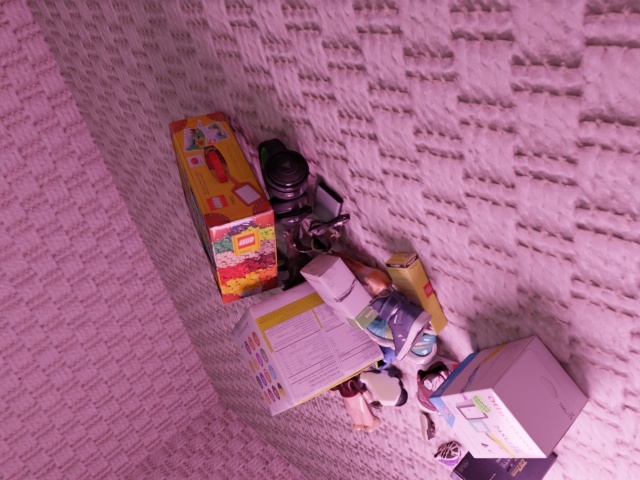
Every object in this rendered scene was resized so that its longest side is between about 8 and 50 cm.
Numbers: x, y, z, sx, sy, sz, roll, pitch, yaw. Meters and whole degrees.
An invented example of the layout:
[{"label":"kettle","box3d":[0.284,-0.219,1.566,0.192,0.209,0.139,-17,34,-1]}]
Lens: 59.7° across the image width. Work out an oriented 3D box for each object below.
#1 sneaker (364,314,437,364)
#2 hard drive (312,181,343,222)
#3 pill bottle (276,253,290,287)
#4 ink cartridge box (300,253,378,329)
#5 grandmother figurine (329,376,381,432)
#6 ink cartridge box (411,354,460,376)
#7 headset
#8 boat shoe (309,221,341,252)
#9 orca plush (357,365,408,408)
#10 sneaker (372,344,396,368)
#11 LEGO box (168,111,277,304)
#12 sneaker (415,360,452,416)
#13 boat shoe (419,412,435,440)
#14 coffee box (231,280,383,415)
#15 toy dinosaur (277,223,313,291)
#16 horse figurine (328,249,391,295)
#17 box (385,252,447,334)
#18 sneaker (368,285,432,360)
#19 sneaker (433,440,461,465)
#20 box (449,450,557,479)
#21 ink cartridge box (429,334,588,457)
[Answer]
[{"label":"sneaker","box3d":[0.237,0.266,1.686,0.275,0.107,0.110,22,119,38]},{"label":"hard drive","box3d":[0.022,-0.101,1.660,0.094,0.022,0.135,43,150,20]},{"label":"pill bottle","box3d":[-0.205,0.089,2.115,0.186,0.112,0.112,34,146,32]},{"label":"ink cartridge box","box3d":[0.058,0.149,1.668,0.219,0.092,0.160,52,164,-17]},{"label":"grandmother figurine","box3d":[0.117,0.598,2.210,0.207,0.104,0.342,-10,112,29]},{"label":"ink cartridge box","box3d":[0.388,0.434,1.658,0.232,0.066,0.189,17,134,54]},{"label":"headset","box3d":[-0.068,-0.147,1.635,0.394,0.185,0.243,-123,21,-44]},{"label":"boat shoe","box3d":[0.001,0.001,1.717,0.080,0.073,0.223,48,163,1]},{"label":"orca plush","box3d":[0.231,0.526,1.948,0.102,0.151,0.287,30,156,-22]},{"label":"sneaker","box3d":[0.195,0.401,1.885,0.069,0.082,0.209,49,153,6]},{"label":"LEGO box","box3d":[-0.314,-0.110,1.809,0.372,0.193,0.500,91,156,-48]},{"label":"sneaker","box3d":[0.387,0.427,1.559,0.281,0.106,0.163,6,122,33]},{"label":"boat shoe","box3d":[0.370,0.637,1.920,0.049,0.042,0.133,-121,15,-54]},{"label":"coffee box","box3d":[-0.055,0.348,1.874,0.334,0.338,0.337,62,154,12]},{"label":"toy dinosaur","box3d":[-0.069,0.105,1.906,0.121,0.160,0.313,45,163,42]},{"label":"horse figurine","box3d":[0.147,0.128,1.678,0.263,0.066,0.174,30,150,41]},{"label":"box","box3d":[0.263,0.146,1.527,0.087,0.058,0.232,-1,120,57]},{"label":"sneaker","box3d":[0.204,0.224,1.538,0.163,0.086,0.226,35,142,20]},{"label":"sneaker","box3d":[0.448,0.733,1.901,0.071,0.068,0.170,33,157,7]},{"label":"box","box3d":[0.492,0.609,1.500,0.183,0.232,0.059,38,151,28]},{"label":"ink cartridge box","box3d":[0.449,0.387,1.359,0.198,0.197,0.270,52,151,4]}]
